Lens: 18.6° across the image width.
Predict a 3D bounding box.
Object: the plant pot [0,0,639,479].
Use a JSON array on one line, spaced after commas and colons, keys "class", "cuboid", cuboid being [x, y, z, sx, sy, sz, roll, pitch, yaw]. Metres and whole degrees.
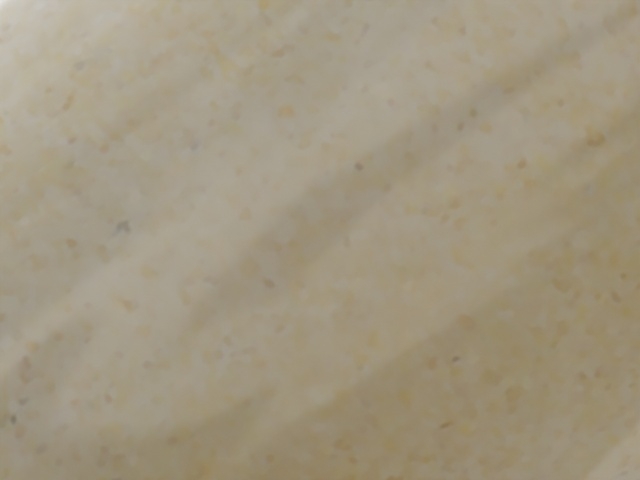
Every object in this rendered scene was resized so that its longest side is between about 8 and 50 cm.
[{"class": "plant pot", "cuboid": [0.000, 0.000, 0.532, 0.305, 0.334, 0.334, -37, -31, -7]}]
